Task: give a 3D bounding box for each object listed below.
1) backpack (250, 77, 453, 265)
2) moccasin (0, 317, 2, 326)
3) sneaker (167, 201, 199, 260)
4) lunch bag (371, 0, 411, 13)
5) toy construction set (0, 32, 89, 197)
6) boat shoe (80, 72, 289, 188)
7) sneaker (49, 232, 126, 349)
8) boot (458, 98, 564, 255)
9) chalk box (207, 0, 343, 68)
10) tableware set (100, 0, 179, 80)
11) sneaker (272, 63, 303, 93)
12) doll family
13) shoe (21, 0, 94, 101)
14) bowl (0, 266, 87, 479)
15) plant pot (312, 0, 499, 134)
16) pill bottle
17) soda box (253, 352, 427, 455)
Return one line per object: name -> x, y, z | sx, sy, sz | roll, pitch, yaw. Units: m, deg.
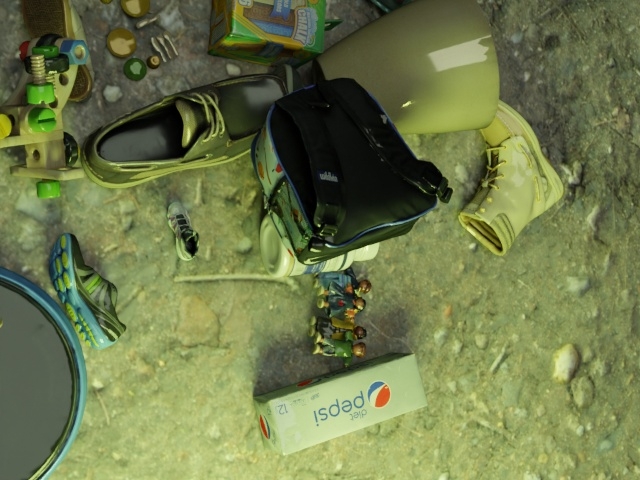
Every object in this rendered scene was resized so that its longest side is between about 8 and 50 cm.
backpack -> 0.022, -0.110, 1.400 | 0.276, 0.213, 0.264 | -18, 80, -32
moccasin -> -0.510, 0.130, 1.188 | 0.146, 0.139, 0.380 | 8, 83, -24
sneaker -> -0.218, -0.017, 1.451 | 0.038, 0.069, 0.098 | -19, 94, -25
lunch bag -> 0.109, -0.575, 1.596 | 0.262, 0.160, 0.223 | 37, 75, -4
toy construction set -> -0.481, -0.165, 1.283 | 0.308, 0.257, 0.237 | 1, 111, 6
boat shoe -> -0.203, -0.173, 1.410 | 0.355, 0.130, 0.132 | -25, 96, -13
sneaker -> -0.363, 0.076, 1.391 | 0.078, 0.067, 0.188 | -29, 97, -45
boot -> 0.329, -0.124, 1.695 | 0.203, 0.095, 0.262 | -43, 107, -20
chalk box -> -0.069, -0.373, 1.511 | 0.212, 0.132, 0.132 | 7, 83, -22
tableware set -> -0.310, -0.346, 1.463 | 0.104, 0.024, 0.154 | -33, 101, -19
sneaker -> -0.027, -0.194, 1.555 | 0.118, 0.083, 0.222 | -4, 92, -34
doll family -> 0.040, 0.125, 1.556 | 0.111, 0.076, 0.193 | 9, 79, -19
shoe -> -0.410, -0.319, 1.402 | 0.076, 0.058, 0.219 | -19, 90, 8
bowl -> -0.533, 0.219, 1.289 | 0.390, 0.077, 0.392 | 2, 85, -24
plant pot -> 0.133, -0.286, 1.554 | 0.273, 0.256, 0.257 | -16, 93, -9
pill bottle -> 0.000, 0.000, 1.525 | 0.186, 0.112, 0.112 | -6, 88, -25
soda box -> 0.036, 0.276, 1.531 | 0.286, 0.091, 0.098 | -15, 91, -25
